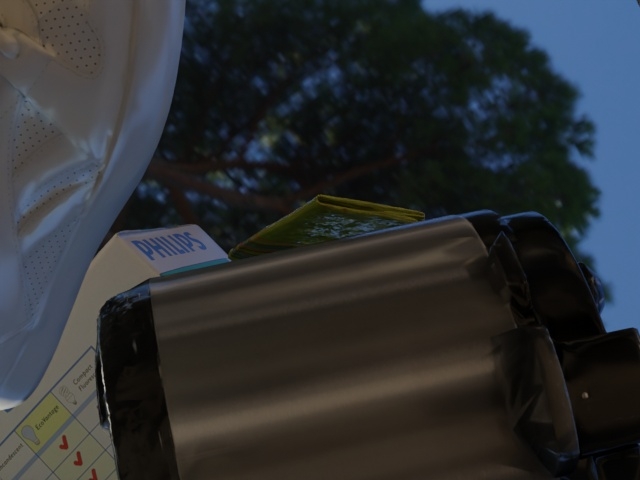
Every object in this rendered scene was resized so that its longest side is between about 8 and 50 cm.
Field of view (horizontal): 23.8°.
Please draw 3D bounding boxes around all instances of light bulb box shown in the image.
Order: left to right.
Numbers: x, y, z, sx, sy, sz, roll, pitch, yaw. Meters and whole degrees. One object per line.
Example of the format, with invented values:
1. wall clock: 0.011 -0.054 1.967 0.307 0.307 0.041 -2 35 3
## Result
1. light bulb box: -0.149 0.231 1.485 0.361 0.225 0.358 45 -78 8

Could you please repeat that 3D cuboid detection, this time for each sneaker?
1. sneaker: -0.169 -0.039 0.628 0.108 0.169 0.292 42 -59 36

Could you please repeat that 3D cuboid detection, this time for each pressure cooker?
1. pressure cooker: 0.070 0.166 1.109 0.420 0.375 0.370 -12 -154 -6

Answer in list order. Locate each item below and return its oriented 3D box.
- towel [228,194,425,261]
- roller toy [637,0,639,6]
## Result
1. towel: 0.000 0.000 1.353 0.237 0.102 0.021 152 -56 -66
2. roller toy: 0.253 -0.196 0.812 0.146 0.191 0.209 -2 -132 36
